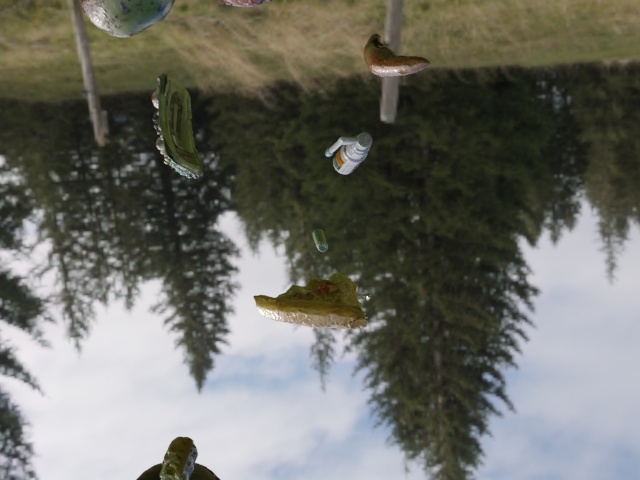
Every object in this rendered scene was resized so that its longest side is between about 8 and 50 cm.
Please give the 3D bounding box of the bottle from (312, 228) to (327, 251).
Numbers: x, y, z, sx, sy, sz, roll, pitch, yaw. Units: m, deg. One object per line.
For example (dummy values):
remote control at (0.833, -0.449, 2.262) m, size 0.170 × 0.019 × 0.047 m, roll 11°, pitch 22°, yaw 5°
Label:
bottle at (0.000, 0.000, 2.083) m, size 0.030 × 0.030 × 0.083 m, roll -5°, pitch -155°, yaw -7°

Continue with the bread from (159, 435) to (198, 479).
bread at (-0.282, 0.442, 1.654) m, size 0.060 × 0.066 × 0.110 m, roll -41°, pitch -158°, yaw 37°

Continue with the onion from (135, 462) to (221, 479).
onion at (-0.362, 0.670, 2.029) m, size 0.273 × 0.273 × 0.285 m, roll -11°, pitch 176°, yaw -39°

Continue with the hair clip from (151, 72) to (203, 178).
hair clip at (-0.407, -0.304, 2.271) m, size 0.091 × 0.321 × 0.138 m, roll -25°, pitch 148°, yaw 22°

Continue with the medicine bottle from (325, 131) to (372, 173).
medicine bottle at (0.065, -0.212, 1.968) m, size 0.092 × 0.061 × 0.220 m, roll 3°, pitch 171°, yaw -11°

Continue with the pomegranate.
pomegranate at (-0.416, -0.538, 1.677) m, size 0.248 × 0.214 × 0.214 m, roll 39°, pitch 163°, yaw -32°

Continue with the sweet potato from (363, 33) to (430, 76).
sweet potato at (0.126, -0.345, 1.578) m, size 0.078 × 0.058 × 0.255 m, roll -26°, pitch -154°, yaw -6°

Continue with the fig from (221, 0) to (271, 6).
fig at (-0.149, -0.567, 1.527) m, size 0.159 × 0.257 × 0.159 m, roll -5°, pitch -156°, yaw 2°

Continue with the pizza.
pizza at (0.005, 0.125, 1.908) m, size 0.279 × 0.075 × 0.287 m, roll 3°, pitch -164°, yaw 18°
